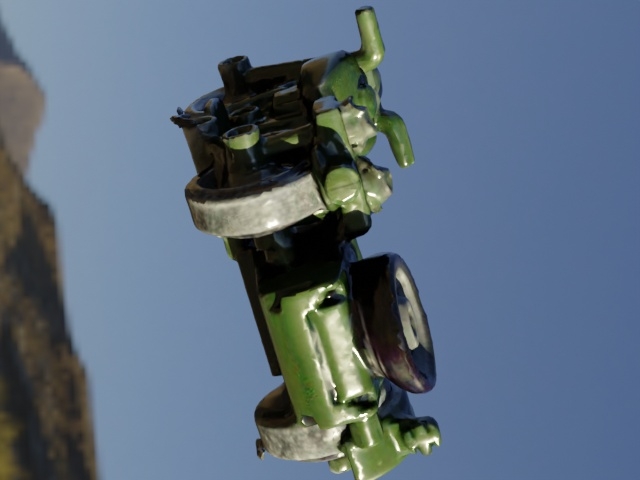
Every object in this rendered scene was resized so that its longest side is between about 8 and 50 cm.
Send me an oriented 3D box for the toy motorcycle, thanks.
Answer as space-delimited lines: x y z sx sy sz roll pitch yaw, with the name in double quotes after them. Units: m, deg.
0.000 0.000 1.042 0.275 0.127 0.205 -97 170 -71 "toy motorcycle"
